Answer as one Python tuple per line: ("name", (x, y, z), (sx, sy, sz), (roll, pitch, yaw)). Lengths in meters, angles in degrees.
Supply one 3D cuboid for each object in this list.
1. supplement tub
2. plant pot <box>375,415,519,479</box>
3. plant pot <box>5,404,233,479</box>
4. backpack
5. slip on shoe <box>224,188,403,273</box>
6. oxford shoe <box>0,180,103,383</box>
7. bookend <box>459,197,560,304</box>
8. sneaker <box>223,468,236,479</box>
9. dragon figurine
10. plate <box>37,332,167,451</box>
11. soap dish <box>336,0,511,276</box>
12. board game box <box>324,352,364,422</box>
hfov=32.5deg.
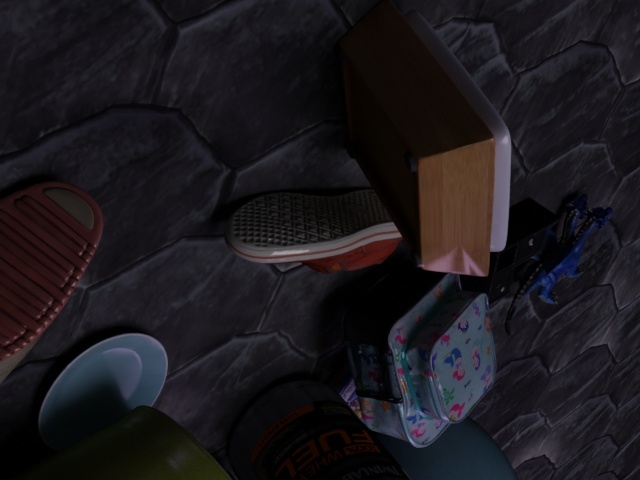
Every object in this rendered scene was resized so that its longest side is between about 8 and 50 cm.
("supplement tub", (0.021, 0.373, 1.595), (0.207, 0.338, 0.207), (-16, 125, -24))
("plant pot", (0.197, 0.402, 1.945), (0.290, 0.290, 0.196), (-22, 100, -35))
("plant pot", (-0.268, 0.397, 1.318), (0.353, 0.366, 0.366), (-41, 145, -23))
("backpack", (0.155, 0.183, 1.674), (0.225, 0.191, 0.254), (-39, 134, -41))
("slip on shoe", (0.000, 0.000, 1.453), (0.331, 0.123, 0.101), (-8, 131, -51))
("oxford shoe", (-0.376, 0.102, 1.140), (0.397, 0.140, 0.146), (-48, 177, -12))
("bookend", (0.317, 0.032, 1.874), (0.156, 0.072, 0.157), (-25, 139, -33))
("sneaker", (-0.239, 0.454, 1.615), (0.302, 0.108, 0.121), (-49, 146, -17))
("dragon figurine", (0.408, 0.035, 1.969), (0.289, 0.085, 0.144), (-38, 144, -19))
("plate", (-0.277, 0.189, 1.389), (0.188, 0.024, 0.188), (-29, 141, -27))
("soap dish", (0.120, -0.121, 1.342), (0.118, 0.291, 0.229), (-19, 139, -11))
("board game box", (0.070, 0.230, 1.811), (0.201, 0.035, 0.136), (-55, 146, 6))
